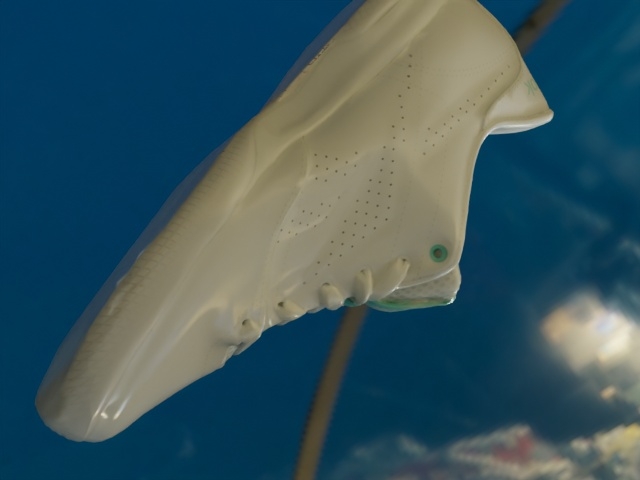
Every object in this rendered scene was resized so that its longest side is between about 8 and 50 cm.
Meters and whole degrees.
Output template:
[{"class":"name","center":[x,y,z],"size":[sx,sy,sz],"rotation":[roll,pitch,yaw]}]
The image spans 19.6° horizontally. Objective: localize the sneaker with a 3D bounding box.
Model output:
[{"class":"sneaker","center":[0.000,0.000,0.619],"size":[0.094,0.212,0.080],"rotation":[45,162,-8]}]
